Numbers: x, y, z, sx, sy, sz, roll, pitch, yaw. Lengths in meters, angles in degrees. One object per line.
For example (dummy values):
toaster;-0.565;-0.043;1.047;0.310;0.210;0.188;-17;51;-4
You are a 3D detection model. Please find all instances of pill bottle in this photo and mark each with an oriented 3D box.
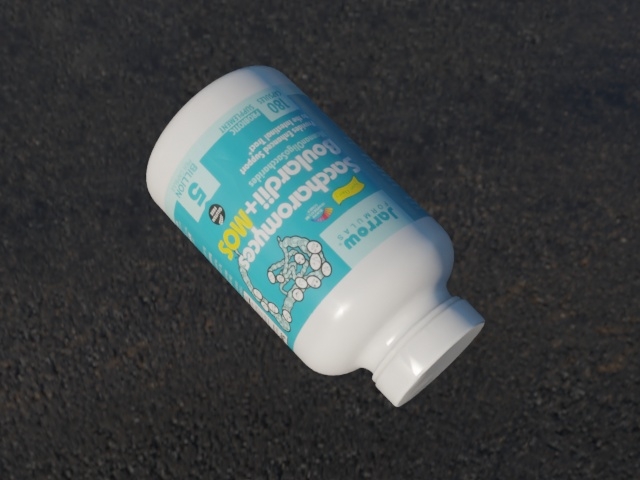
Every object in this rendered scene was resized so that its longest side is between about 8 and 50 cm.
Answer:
pill bottle;0.000;0.000;0.741;0.146;0.146;0.264;-37;72;-28
